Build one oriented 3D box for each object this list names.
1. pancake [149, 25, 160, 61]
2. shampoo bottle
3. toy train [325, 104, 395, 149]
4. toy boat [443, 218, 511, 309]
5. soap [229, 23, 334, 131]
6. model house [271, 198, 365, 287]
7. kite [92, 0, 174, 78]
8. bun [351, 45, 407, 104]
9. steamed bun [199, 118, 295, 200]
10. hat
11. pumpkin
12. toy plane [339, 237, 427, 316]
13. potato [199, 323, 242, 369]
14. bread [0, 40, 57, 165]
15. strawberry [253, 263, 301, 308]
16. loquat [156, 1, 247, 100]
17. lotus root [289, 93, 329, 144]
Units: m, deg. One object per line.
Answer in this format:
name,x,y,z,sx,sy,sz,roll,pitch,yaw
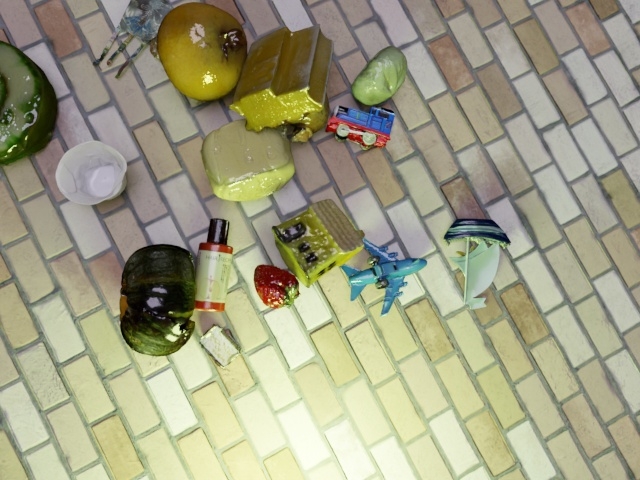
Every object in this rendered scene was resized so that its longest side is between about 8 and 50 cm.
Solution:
pancake,-0.478,-0.634,1.512,0.152,0.025,0.151,0,85,-5
shampoo bottle,-0.322,0.071,1.413,0.104,0.104,0.278,7,84,-3
toy train,0.127,-0.369,1.499,0.204,0.083,0.131,16,84,-4
toy boat,0.498,0.076,1.493,0.221,0.067,0.291,1,87,-4
soap,-0.103,-0.468,1.341,0.259,0.143,0.281,-8,54,23
model house,0.000,0.000,1.411,0.234,0.175,0.193,-31,74,-15
kite,-0.592,-0.659,1.501,0.169,0.015,0.310,27,83,7
bun,0.191,-0.502,1.465,0.195,0.195,0.118,-41,90,-7
steamed bun,-0.215,-0.243,1.425,0.273,0.166,0.232,-21,70,-12
hat,-0.663,-0.189,1.403,0.203,0.126,0.203,0,85,-4
pumpkin,-0.452,0.167,1.302,0.192,0.320,0.320,2,84,-25
toy plane,0.204,0.097,1.452,0.271,0.105,0.254,-16,71,-1
potato,-0.300,0.315,1.412,0.086,0.061,0.122,-43,87,-6
bread,-1.001,-0.415,1.401,0.382,0.129,0.366,22,84,-1
strawberry,-0.140,0.141,1.414,0.148,0.131,0.131,19,83,20
loquat,-0.338,-0.562,1.391,0.275,0.275,0.274,0,84,-4
lotus root,-0.043,-0.428,1.457,0.140,0.154,0.256,-6,77,3
